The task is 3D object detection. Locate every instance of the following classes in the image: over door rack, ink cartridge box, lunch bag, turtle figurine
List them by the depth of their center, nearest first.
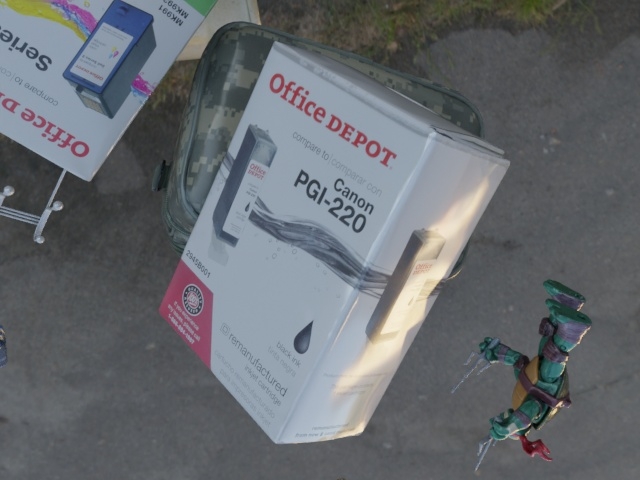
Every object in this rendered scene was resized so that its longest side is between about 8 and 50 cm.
[{"bbox_3d":[0.000,0.000,0.506,0.092,0.158,0.218,10,112,-49],"label":"ink cartridge box"},{"bbox_3d":[-0.191,-0.177,0.585,0.154,0.093,0.212,34,98,-34],"label":"ink cartridge box"},{"bbox_3d":[-0.011,-0.057,0.793,0.305,0.212,0.256,13,169,-16],"label":"lunch bag"},{"bbox_3d":[0.258,0.173,0.948,0.118,0.175,0.234,19,110,-12],"label":"turtle figurine"},{"bbox_3d":[-0.676,-0.164,1.668,0.240,0.108,0.324,19,102,-32],"label":"over door rack"}]

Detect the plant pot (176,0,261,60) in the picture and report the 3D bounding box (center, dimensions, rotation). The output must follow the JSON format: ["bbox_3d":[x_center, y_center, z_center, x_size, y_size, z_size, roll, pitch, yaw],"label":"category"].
[{"bbox_3d":[-0.265,-0.363,1.011,0.306,0.334,0.333,-16,131,-5],"label":"plant pot"}]

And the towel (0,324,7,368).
[{"bbox_3d":[-0.389,0.127,0.850,0.067,0.029,0.119,-13,166,-25],"label":"towel"}]

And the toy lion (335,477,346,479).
[{"bbox_3d":[-0.011,0.326,0.873,0.096,0.034,0.100,-12,134,-20],"label":"toy lion"}]
